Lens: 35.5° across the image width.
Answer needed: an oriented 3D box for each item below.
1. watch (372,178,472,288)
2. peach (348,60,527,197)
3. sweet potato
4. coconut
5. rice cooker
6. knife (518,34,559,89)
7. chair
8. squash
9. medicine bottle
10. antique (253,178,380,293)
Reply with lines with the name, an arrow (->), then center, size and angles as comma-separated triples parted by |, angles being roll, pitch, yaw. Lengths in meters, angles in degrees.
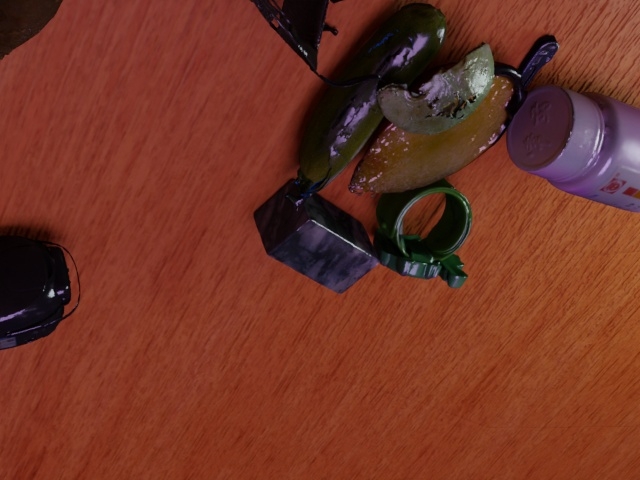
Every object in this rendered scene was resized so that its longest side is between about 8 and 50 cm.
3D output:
watch -> 0.162, -0.025, 1.503 | 0.165, 0.131, 0.152 | 8, 112, -26
peach -> 0.150, -0.157, 1.377 | 0.279, 0.068, 0.189 | -28, 140, 0
sweet potato -> -0.315, -0.293, 1.005 | 0.124, 0.098, 0.310 | 8, 136, -2
coconut -> 0.158, -0.181, 1.255 | 0.158, 0.055, 0.133 | -33, 142, 4
rice cooker -> -0.418, 0.071, 1.308 | 0.202, 0.142, 0.118 | -9, 149, -15
knife -> 0.291, -0.235, 1.399 | 0.031, 0.018, 0.121 | 8, 132, -29
chair -> -0.023, -0.262, 1.120 | 0.213, 0.174, 0.149 | -9, 134, -31
squash -> 0.046, -0.174, 1.301 | 0.087, 0.087, 0.331 | 16, 124, -36
medicine bottle -> 0.403, -0.134, 1.456 | 0.254, 0.152, 0.152 | 13, 127, -33
antique -> 0.000, 0.000, 1.461 | 0.086, 0.088, 0.183 | -40, 136, 20
